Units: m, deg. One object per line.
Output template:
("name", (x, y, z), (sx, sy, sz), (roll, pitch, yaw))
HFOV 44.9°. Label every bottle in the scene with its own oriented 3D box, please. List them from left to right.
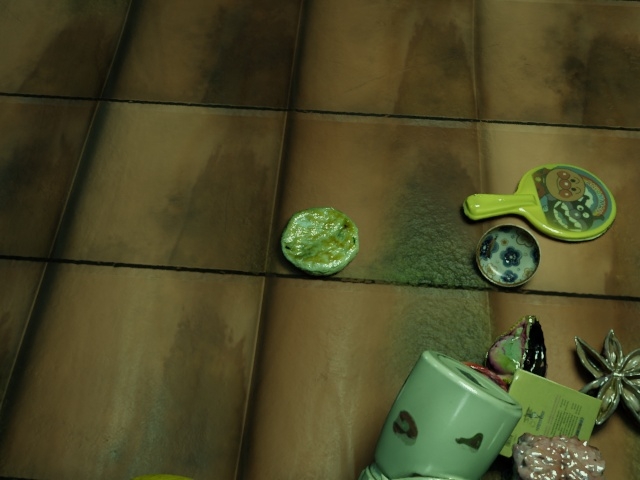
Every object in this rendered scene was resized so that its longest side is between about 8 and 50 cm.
("bottle", (0.193, 0.397, 1.385), (0.229, 0.229, 0.351), (31, 93, 19))

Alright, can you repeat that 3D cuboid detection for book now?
("book", (0.435, 0.356, 1.493), (0.192, 0.013, 0.167), (22, 83, -9))

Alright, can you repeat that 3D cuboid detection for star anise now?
("star anise", (0.614, 0.286, 1.575), (0.197, 0.073, 0.212), (8, 60, 10))

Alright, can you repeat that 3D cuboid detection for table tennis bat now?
("table tennis bat", (0.519, -0.092, 1.832), (0.369, 0.054, 0.224), (-3, 56, -6))

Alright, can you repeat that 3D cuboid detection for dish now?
("dish", (0.427, 0.030, 1.745), (0.141, 0.078, 0.141), (2, 95, 20))

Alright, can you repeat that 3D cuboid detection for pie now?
("pie", (0.000, 0.000, 1.782), (0.187, 0.041, 0.186), (0, 57, 1))

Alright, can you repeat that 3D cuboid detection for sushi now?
("sushi", (0.390, 0.466, 1.346), (0.171, 0.270, 0.236), (13, 45, 13))

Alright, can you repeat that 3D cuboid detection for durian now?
("durian", (0.401, 0.249, 1.603), (0.108, 0.119, 0.186), (-11, 44, 39))

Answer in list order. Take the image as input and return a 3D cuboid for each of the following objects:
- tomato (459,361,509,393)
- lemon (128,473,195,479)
("tomato", (0.283, 0.330, 1.541), (0.173, 0.099, 0.189), (26, 97, 1))
("lemon", (-0.262, 0.532, 1.315), (0.310, 0.258, 0.257), (4, 57, 10))
